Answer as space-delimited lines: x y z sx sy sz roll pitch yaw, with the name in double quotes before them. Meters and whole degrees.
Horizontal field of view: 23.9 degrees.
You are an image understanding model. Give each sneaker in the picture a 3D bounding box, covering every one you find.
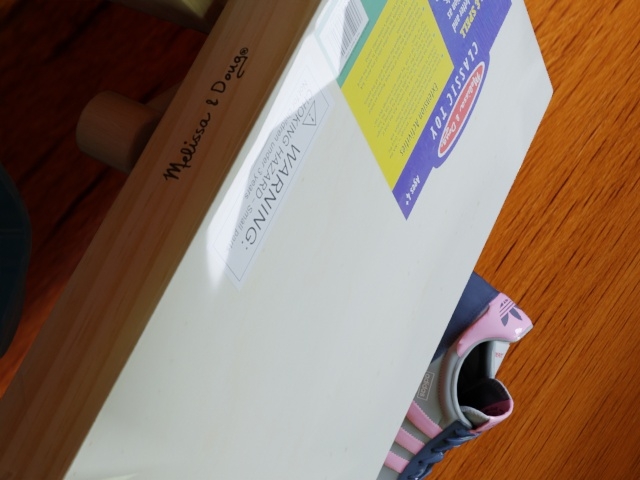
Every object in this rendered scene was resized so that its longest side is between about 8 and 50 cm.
"sneaker" 0.104 0.166 1.398 0.112 0.131 0.319 -38 147 -45

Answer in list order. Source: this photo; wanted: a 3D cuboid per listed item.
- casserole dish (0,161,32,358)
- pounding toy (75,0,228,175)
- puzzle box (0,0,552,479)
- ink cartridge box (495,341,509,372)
"casserole dish" -0.188 -0.002 0.695 0.188 0.037 0.114 70 31 -59
"pounding toy" -0.085 -0.139 0.713 0.206 0.094 0.181 -67 160 -4
"puzzle box" 0.000 0.000 0.775 0.409 0.052 0.272 -63 149 -22
"ink cartridge box" 0.136 0.145 1.543 0.122 0.052 0.088 -63 157 4
